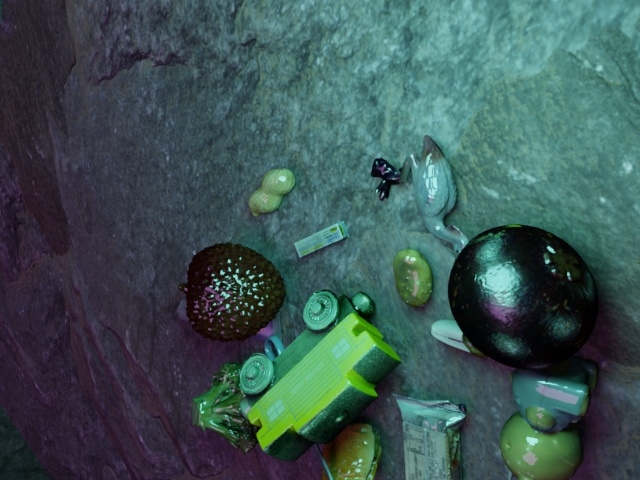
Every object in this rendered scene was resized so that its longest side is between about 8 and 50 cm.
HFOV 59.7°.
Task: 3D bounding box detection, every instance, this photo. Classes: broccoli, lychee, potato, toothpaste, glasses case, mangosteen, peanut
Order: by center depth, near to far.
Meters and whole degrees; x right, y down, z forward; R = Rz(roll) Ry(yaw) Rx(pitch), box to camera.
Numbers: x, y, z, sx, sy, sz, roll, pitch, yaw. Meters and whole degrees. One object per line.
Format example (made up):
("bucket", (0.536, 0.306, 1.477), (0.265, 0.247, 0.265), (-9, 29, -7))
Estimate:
("mangosteen", (0.370, 0.111, 1.064), (0.287, 0.288, 0.288), (11, 109, 35))
("glasses case", (0.339, 0.218, 1.234), (0.193, 0.074, 0.049), (13, 107, 34))
("potato", (0.215, 0.085, 1.295), (0.091, 0.070, 0.138), (0, 101, 43))
("toothpaste", (0.000, 0.000, 1.458), (0.164, 0.034, 0.046), (-25, 87, 39))
("peanut", (-0.136, -0.129, 1.501), (0.082, 0.082, 0.187), (52, 128, 14))
("lychee", (-0.247, 0.143, 1.540), (0.304, 0.276, 0.276), (2, 105, 11))
("broccoli", (-0.258, 0.501, 1.675), (0.261, 0.241, 0.269), (157, 111, -63))
("toothpaste", (-0.275, 0.233, 1.719), (0.371, 0.080, 0.125), (5, 106, 27))

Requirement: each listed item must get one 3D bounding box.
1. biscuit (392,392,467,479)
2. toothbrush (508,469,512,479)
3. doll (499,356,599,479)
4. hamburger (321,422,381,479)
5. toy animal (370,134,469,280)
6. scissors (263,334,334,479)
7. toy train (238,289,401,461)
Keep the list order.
("biscuit", (0.277, 0.526, 1.365), (0.185, 0.079, 0.309), (1, 103, 35))
("toothbrush", (0.436, 0.507, 1.275), (0.016, 0.019, 0.220), (17, 113, 38))
("doll", (0.452, 0.369, 1.126), (0.161, 0.177, 0.261), (12, 107, 30))
("hamburger", (0.073, 0.587, 1.440), (0.135, 0.208, 0.155), (31, 128, -2))
("toy animal", (0.245, -0.087, 1.213), (0.324, 0.090, 0.195), (53, 134, 25))
("scissors", (-0.065, 0.461, 1.522), (0.447, 0.029, 0.193), (55, 144, 41))
("toy train", (-0.009, 0.328, 1.358), (0.442, 0.179, 0.272), (-45, 45, 6))
